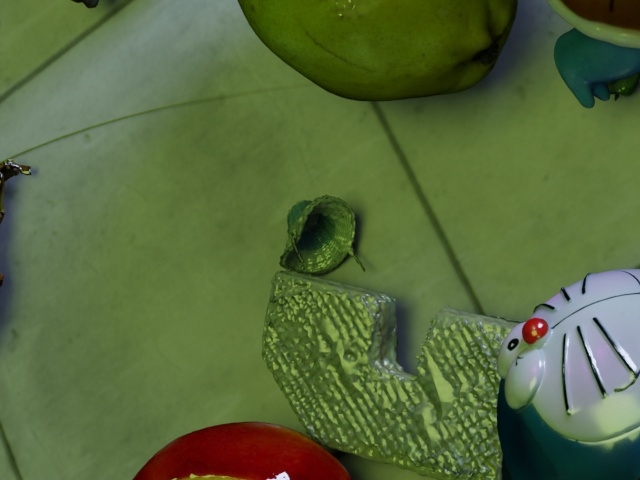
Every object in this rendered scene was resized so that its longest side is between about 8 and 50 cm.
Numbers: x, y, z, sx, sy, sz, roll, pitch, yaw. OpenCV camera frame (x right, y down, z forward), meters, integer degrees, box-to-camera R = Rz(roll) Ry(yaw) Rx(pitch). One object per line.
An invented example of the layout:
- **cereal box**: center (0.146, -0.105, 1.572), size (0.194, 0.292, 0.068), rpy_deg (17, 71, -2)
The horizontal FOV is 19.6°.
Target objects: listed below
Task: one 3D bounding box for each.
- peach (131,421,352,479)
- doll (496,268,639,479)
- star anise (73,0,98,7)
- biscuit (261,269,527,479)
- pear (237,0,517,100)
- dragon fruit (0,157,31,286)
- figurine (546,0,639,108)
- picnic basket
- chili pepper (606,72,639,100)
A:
- **peach**: center (-0.066, 0.243, 1.562), size (0.190, 0.192, 0.190), rpy_deg (2, 93, 40)
- **doll**: center (0.268, 0.110, 1.373), size (0.310, 0.240, 0.284), rpy_deg (-37, 25, 6)
- **star anise**: center (-0.231, -0.333, 1.792), size (0.220, 0.099, 0.214), rpy_deg (-9, 69, 29)
- **biscuit**: center (0.058, 0.115, 1.576), size (0.250, 0.046, 0.147), rpy_deg (14, 100, 28)
- **pear**: center (0.041, -0.222, 1.558), size (0.269, 0.212, 0.212), rpy_deg (32, 99, 24)
- **dragon fruit**: center (-0.364, 0.023, 1.813), size (0.125, 0.125, 0.246), rpy_deg (31, 78, 1)
- **figurine**: center (0.274, -0.260, 1.434), size (0.416, 0.243, 0.298), rpy_deg (-6, 68, -1)
- **picnic basket**: center (0.000, 0.000, 1.633), size (0.083, 0.065, 0.083), rpy_deg (-63, 32, 22)
- **chili pepper**: center (0.251, -0.159, 1.531), size (0.034, 0.030, 0.091), rpy_deg (-7, 76, 54)
